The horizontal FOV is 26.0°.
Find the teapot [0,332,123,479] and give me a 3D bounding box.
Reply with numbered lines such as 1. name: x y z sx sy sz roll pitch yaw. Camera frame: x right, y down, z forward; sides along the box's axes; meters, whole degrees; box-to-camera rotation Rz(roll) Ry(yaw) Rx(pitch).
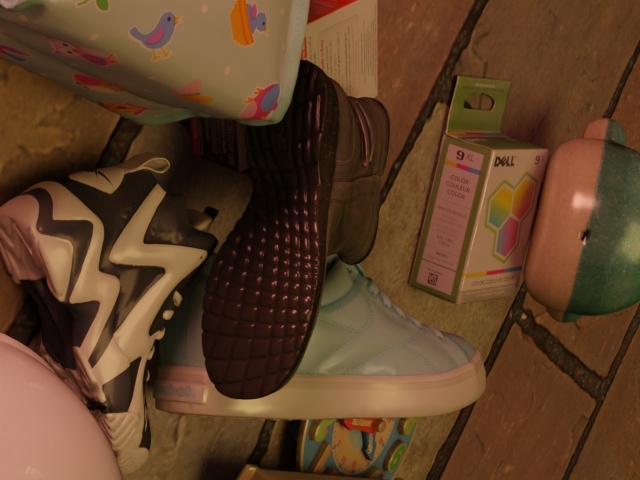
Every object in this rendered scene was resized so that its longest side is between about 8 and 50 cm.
1. teapot: -0.230 0.129 0.801 0.252 0.187 0.256 14 136 -20

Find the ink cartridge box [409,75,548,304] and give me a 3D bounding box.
1. ink cartridge box: 0.160 -0.048 1.336 0.109 0.062 0.209 -5 110 -52

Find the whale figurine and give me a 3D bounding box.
1. whale figurine: 0.293 -0.015 1.420 0.272 0.141 0.216 -21 124 -77

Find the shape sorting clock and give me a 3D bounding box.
1. shape sorting clock: 0.043 0.169 1.308 0.206 0.040 0.206 -29 129 -43

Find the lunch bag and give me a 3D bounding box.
1. lunch bag: -0.105 -0.220 0.819 0.223 0.160 0.262 24 76 -52

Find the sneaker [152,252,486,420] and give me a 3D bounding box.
1. sneaker: 0.021 0.067 1.136 0.366 0.135 0.150 5 89 -52

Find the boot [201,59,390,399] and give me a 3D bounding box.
1. boot: 0.000 0.000 1.004 0.161 0.083 0.246 24 76 -63

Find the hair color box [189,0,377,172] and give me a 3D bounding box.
1. hair color box: -0.026 -0.129 1.056 0.167 0.053 0.093 -33 133 -42

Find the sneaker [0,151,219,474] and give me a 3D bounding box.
1. sneaker: -0.124 0.043 0.973 0.153 0.094 0.235 -33 121 -29

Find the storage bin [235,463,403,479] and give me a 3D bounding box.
1. storage bin: -0.011 0.338 1.216 0.262 0.123 0.260 18 104 -55
